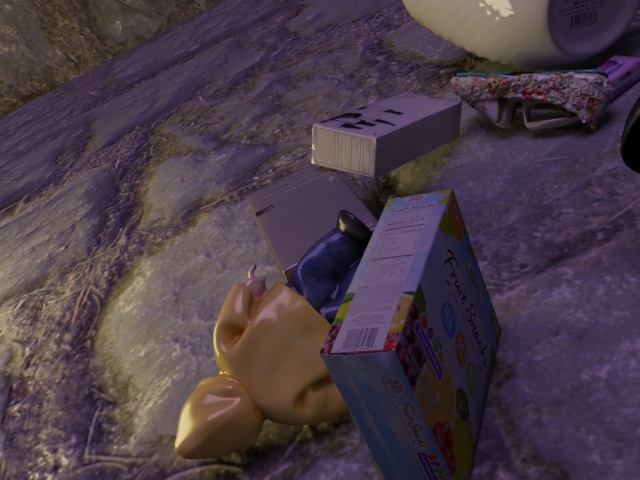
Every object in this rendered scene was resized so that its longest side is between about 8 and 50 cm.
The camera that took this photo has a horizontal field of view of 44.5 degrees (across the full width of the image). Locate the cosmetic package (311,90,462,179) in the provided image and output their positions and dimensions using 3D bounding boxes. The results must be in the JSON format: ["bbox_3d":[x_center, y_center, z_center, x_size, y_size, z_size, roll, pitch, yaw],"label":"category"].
[{"bbox_3d":[0.096,-0.150,1.065,0.099,0.060,0.239,19,29,29],"label":"cosmetic package"}]

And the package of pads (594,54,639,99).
[{"bbox_3d":[0.392,-0.218,1.063,0.083,0.032,0.050,-36,32,-17],"label":"package of pads"}]

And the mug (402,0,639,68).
[{"bbox_3d":[0.352,-0.405,1.200,0.374,0.276,0.328,-4,30,-23],"label":"mug"}]

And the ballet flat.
[{"bbox_3d":[0.273,-0.189,1.058,0.241,0.091,0.077,10,90,45],"label":"ballet flat"}]

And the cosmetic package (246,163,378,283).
[{"bbox_3d":[0.000,0.000,0.959,0.127,0.107,0.238,-26,26,-5],"label":"cosmetic package"}]

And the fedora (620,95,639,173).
[{"bbox_3d":[0.428,-0.069,0.632,0.334,0.334,0.152,-14,66,21],"label":"fedora"}]

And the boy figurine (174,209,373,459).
[{"bbox_3d":[-0.027,0.111,0.773,0.285,0.177,0.092,-50,-5,-7],"label":"boy figurine"}]

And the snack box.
[{"bbox_3d":[0.089,0.084,0.673,0.070,0.174,0.207,-8,35,27],"label":"snack box"}]
